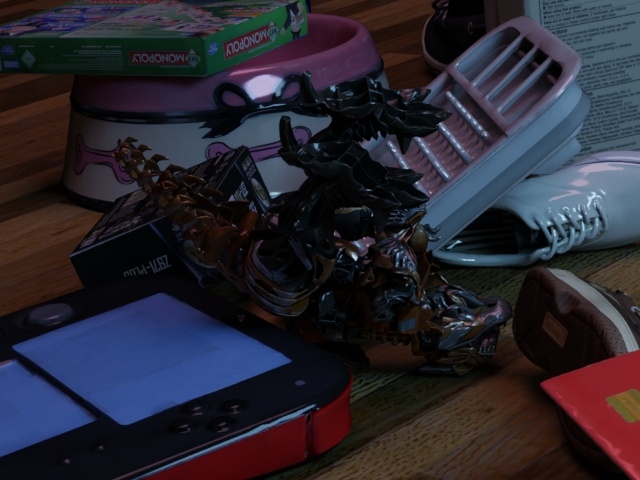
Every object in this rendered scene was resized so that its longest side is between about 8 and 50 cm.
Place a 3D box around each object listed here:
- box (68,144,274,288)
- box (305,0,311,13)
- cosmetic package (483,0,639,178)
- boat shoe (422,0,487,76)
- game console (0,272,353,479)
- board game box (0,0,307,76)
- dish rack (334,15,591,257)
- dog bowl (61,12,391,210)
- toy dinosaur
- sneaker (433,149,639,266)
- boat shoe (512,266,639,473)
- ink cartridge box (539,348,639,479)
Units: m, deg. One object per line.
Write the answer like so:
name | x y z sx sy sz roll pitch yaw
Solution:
box | -0.132 -0.006 1.749 0.147 0.078 0.180 -22 14 14
box | -0.049 -0.249 2.436 0.072 0.137 0.126 -3 4 4
cosmetic package | 0.264 -0.227 2.024 0.153 0.296 0.129 -11 19 -16
boat shoe | 0.240 -0.273 2.432 0.186 0.156 0.500 -9 16 -5
game console | -0.193 0.123 1.456 0.342 0.060 0.386 -15 18 -27
board game box | -0.203 -0.231 2.121 0.317 0.046 0.213 4 19 30
dish rack | 0.098 -0.055 1.698 0.333 0.072 0.285 -39 18 5
dog bowl | -0.105 -0.157 2.180 0.408 0.150 0.408 -5 17 1
toy dinosaur | 0.000 0.000 1.465 0.322 0.218 0.164 11 38 -21
sneaker | 0.216 -0.016 1.739 0.258 0.094 0.091 -11 24 15
boat shoe | 0.220 0.089 1.373 0.095 0.095 0.257 12 22 -15
ink cartridge box | 0.324 0.112 1.171 0.261 0.066 0.296 -13 35 -23
